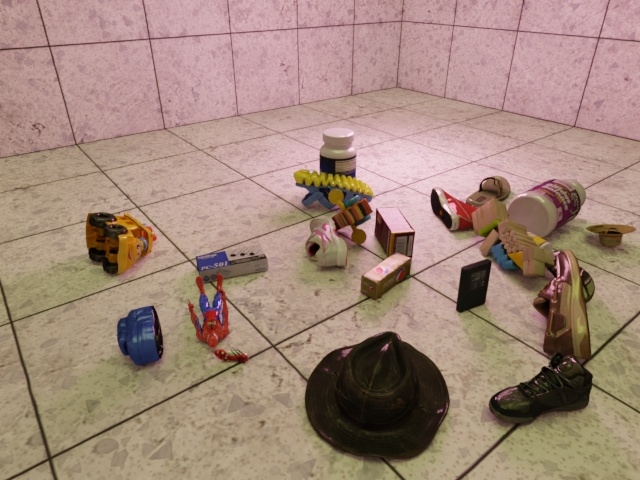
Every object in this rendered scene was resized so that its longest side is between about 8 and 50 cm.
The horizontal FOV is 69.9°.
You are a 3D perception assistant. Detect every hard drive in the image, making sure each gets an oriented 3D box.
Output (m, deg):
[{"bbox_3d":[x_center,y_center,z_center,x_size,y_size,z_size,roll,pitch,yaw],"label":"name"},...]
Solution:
[{"bbox_3d":[0.414,0.123,1.236,0.094,0.135,0.022,-14,29,-23],"label":"hard drive"}]

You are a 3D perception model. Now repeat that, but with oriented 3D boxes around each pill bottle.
[{"bbox_3d":[0.818,-0.125,1.635,0.301,0.169,0.169,-23,37,-34],"label":"pill bottle"},{"bbox_3d":[0.692,0.012,1.501,0.065,0.065,0.116,-13,32,-21],"label":"pill bottle"},{"bbox_3d":[0.071,-0.313,1.868,0.153,0.265,0.153,0,29,0],"label":"pill bottle"}]

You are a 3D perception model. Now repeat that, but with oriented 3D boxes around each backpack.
[{"bbox_3d":[-0.425,0.235,1.086,0.101,0.098,0.120,-17,45,-16],"label":"backpack"}]

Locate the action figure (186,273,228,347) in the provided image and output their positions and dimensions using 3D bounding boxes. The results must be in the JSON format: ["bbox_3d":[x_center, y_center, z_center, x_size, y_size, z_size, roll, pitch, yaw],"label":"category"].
[{"bbox_3d":[-0.290,0.154,1.191,0.091,0.139,0.280,-8,33,-12],"label":"action figure"}]

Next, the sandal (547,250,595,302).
[{"bbox_3d":[0.720,0.112,1.330,0.090,0.060,0.219,-30,28,11],"label":"sandal"}]

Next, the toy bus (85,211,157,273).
[{"bbox_3d":[-0.616,-0.001,1.472,0.220,0.150,0.211,28,24,36],"label":"toy bus"}]

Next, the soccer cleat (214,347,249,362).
[{"bbox_3d":[-0.210,0.270,1.090,0.083,0.029,0.036,6,21,4],"label":"soccer cleat"}]

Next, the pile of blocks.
[{"bbox_3d":[0.613,0.014,1.464,0.112,0.149,0.362,16,33,-22],"label":"pile of blocks"}]

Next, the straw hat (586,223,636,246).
[{"bbox_3d":[0.978,-0.011,1.544,0.144,0.061,0.144,-7,14,2],"label":"straw hat"}]

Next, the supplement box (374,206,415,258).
[{"bbox_3d":[0.244,-0.027,1.528,0.080,0.104,0.188,-4,30,-9],"label":"supplement box"}]

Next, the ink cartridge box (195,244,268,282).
[{"bbox_3d":[-0.274,0.070,1.419,0.207,0.046,0.097,-11,30,-17],"label":"ink cartridge box"}]

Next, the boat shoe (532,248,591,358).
[{"bbox_3d":[0.616,0.155,1.187,0.123,0.123,0.342,-9,40,29],"label":"boat shoe"}]

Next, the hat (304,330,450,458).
[{"bbox_3d":[0.122,0.280,0.966,0.331,0.134,0.331,-1,30,0],"label":"hat"}]

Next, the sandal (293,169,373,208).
[{"bbox_3d":[0.046,-0.185,1.782,0.317,0.138,0.126,11,23,5],"label":"sandal"}]

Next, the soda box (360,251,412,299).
[{"bbox_3d":[0.194,0.102,1.346,0.058,0.061,0.181,25,38,36],"label":"soda box"}]

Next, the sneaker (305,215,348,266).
[{"bbox_3d":[0.000,0.000,1.485,0.111,0.103,0.252,-7,30,-16],"label":"sneaker"}]

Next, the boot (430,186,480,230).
[{"bbox_3d":[0.527,-0.125,1.724,0.176,0.088,0.244,-5,38,-10],"label":"boot"}]

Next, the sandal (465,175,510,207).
[{"bbox_3d":[0.693,-0.208,1.862,0.120,0.086,0.302,20,36,31],"label":"sandal"}]

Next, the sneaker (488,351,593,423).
[{"bbox_3d":[0.456,0.297,0.941,0.227,0.130,0.087,-7,29,-8],"label":"sneaker"}]

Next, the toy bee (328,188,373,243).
[{"bbox_3d":[0.092,-0.068,1.585,0.162,0.298,0.195,-31,71,0],"label":"toy bee"}]
